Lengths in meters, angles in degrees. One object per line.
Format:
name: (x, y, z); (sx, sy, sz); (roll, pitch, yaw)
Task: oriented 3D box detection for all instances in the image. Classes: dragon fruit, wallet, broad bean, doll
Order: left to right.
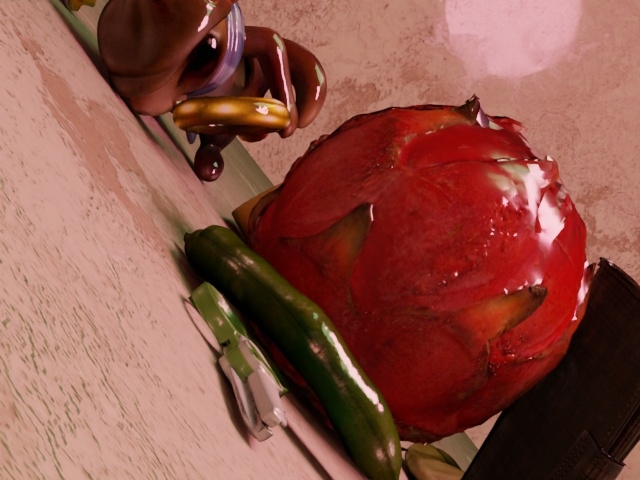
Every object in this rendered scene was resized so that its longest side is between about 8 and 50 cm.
doll: (-0.145, -0.199, 1.728); (0.317, 0.209, 0.340); (19, -10, 17)
broad bean: (-0.023, 0.082, 1.113); (0.292, 0.049, 0.144); (52, -21, 18)
dragon fruit: (0.084, 0.029, 1.283); (0.296, 0.301, 0.295); (51, -6, 8)
broad bean: (0.154, 0.288, 1.600); (0.153, 0.072, 0.206); (54, -10, -30)
wallet: (0.210, 0.181, 1.306); (0.044, 0.317, 0.169); (25, 13, -24)

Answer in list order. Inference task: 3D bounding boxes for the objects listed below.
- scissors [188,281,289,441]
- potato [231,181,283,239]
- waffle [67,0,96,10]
scissors: (-0.048, 0.088, 0.979); (0.101, 0.027, 0.204); (51, 1, -14)
potato: (0.000, 0.000, 1.755); (0.203, 0.178, 0.158); (160, -92, -78)
waffle: (-0.351, -0.386, 1.789); (0.229, 0.057, 0.219); (53, 2, 30)
